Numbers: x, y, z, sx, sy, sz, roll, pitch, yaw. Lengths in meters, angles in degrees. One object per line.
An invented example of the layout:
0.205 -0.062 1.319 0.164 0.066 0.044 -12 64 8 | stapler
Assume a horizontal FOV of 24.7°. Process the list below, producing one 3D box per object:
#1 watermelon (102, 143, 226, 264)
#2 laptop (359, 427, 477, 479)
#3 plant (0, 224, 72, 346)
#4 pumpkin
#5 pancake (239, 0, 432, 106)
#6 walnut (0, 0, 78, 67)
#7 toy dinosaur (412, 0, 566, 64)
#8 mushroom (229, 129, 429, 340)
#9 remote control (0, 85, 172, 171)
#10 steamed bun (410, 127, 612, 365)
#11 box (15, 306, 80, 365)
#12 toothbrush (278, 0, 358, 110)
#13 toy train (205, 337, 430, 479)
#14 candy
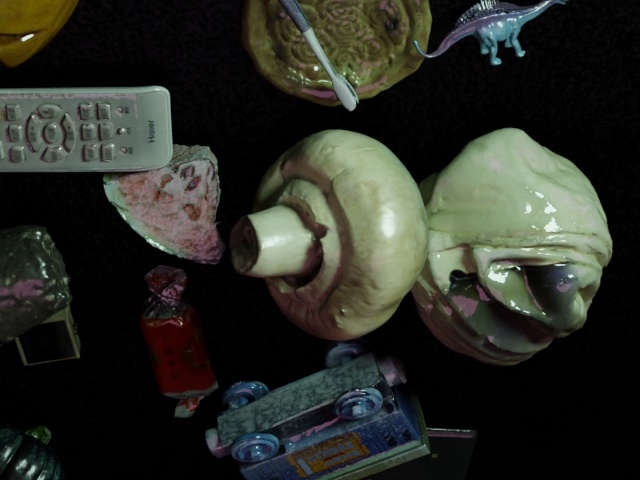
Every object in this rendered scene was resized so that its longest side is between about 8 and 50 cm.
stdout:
-0.174 -0.063 1.825 0.187 0.071 0.139 38 110 -23 | watermelon
0.135 0.335 2.239 0.197 0.016 0.135 3 128 -11 | laptop
-0.421 0.061 1.849 0.195 0.132 0.129 -18 127 0 | plant
-0.449 0.337 2.065 0.194 0.150 0.194 0 122 0 | pumpkin
0.018 -0.249 1.716 0.235 0.029 0.212 16 126 -19 | pancake
-0.327 -0.333 1.484 0.209 0.209 0.336 10 121 -17 | walnut
0.204 -0.250 1.732 0.197 0.045 0.080 -18 130 -6 | toy dinosaur
0.000 0.000 1.782 0.234 0.254 0.260 -16 97 -38 | mushroom
-0.335 -0.139 1.745 0.313 0.055 0.109 -1 124 -2 | remote control
0.243 0.034 1.878 0.275 0.206 0.320 -18 134 5 | steamed bun
-0.368 0.126 1.972 0.083 0.035 0.079 -9 131 0 | box
-0.028 -0.259 1.669 0.024 0.026 0.288 -26 126 14 | toothbrush
-0.002 0.259 2.089 0.300 0.131 0.202 -22 137 11 | toy train
-0.195 0.145 1.999 0.086 0.059 0.292 -9 130 1 | candy
